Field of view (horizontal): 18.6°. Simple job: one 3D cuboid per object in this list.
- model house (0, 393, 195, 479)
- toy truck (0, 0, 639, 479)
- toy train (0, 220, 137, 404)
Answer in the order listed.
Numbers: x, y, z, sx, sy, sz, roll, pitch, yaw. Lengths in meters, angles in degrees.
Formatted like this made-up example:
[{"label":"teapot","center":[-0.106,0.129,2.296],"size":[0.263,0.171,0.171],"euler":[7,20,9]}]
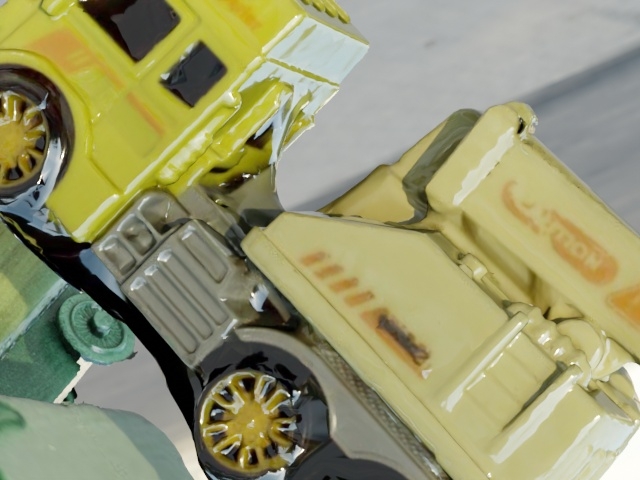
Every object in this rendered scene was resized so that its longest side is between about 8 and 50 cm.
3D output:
[{"label":"model house","center":[-0.239,0.268,1.197],"size":[0.267,0.194,0.325],"euler":[16,120,-47]},{"label":"toy truck","center":[0.000,0.000,1.026],"size":[0.254,0.405,0.180],"euler":[-45,167,8]},{"label":"toy train","center":[-0.273,0.109,1.512],"size":[0.126,0.189,0.307],"euler":[-57,178,37]}]
